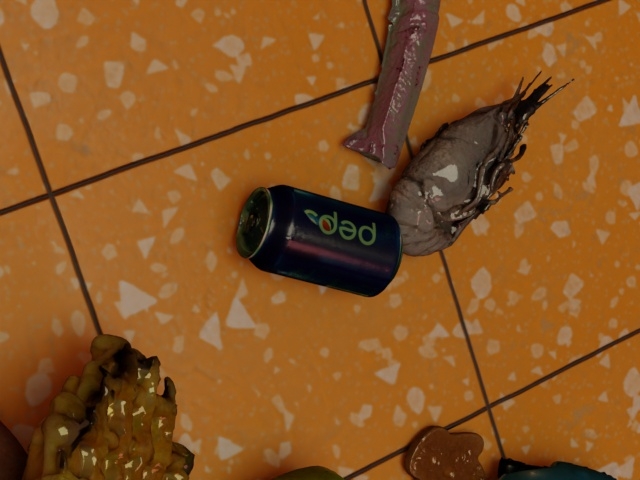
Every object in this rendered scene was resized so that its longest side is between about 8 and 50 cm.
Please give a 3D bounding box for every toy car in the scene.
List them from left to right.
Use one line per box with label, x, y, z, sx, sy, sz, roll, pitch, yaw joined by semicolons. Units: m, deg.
toy car;0.355;0.413;1.751;0.255;0.190;0.188;15;83;-28

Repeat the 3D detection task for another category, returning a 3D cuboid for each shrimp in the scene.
shrimp;0.222;-0.110;1.717;0.343;0.116;0.145;-46;110;-11

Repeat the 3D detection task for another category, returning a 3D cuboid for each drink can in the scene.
drink can;0.000;0.000;1.608;0.205;0.118;0.118;15;84;-27

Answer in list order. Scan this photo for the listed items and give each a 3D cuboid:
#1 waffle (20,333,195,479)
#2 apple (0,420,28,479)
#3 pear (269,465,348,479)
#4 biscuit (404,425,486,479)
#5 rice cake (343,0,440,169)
waffle;-0.230;0.319;1.391;0.095;0.379;0.382;-7;114;14
apple;-0.452;0.302;1.304;0.345;0.269;0.344;0;90;-26
pear;-0.039;0.398;1.555;0.219;0.187;0.187;-47;109;-25
biscuit;0.186;0.319;1.756;0.118;0.023;0.140;-43;107;-20
rice cake;0.107;-0.241;1.693;0.081;0.051;0.290;21;81;-26
